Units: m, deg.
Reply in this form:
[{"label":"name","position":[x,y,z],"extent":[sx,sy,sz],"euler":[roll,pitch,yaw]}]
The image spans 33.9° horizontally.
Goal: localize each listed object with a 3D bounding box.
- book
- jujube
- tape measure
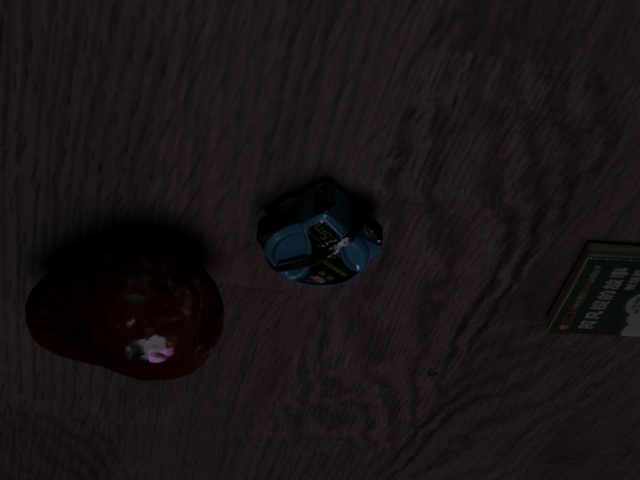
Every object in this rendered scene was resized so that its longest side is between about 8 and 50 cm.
[{"label":"book","position":[0.457,0.073,1.406],"extent":[0.264,0.027,0.202],"euler":[3,147,-4]},{"label":"jujube","position":[-0.252,0.093,1.329],"extent":[0.255,0.190,0.190],"euler":[-8,146,25]},{"label":"tape measure","position":[0.000,0.000,1.260],"extent":[0.146,0.081,0.125],"euler":[-22,137,31]}]
